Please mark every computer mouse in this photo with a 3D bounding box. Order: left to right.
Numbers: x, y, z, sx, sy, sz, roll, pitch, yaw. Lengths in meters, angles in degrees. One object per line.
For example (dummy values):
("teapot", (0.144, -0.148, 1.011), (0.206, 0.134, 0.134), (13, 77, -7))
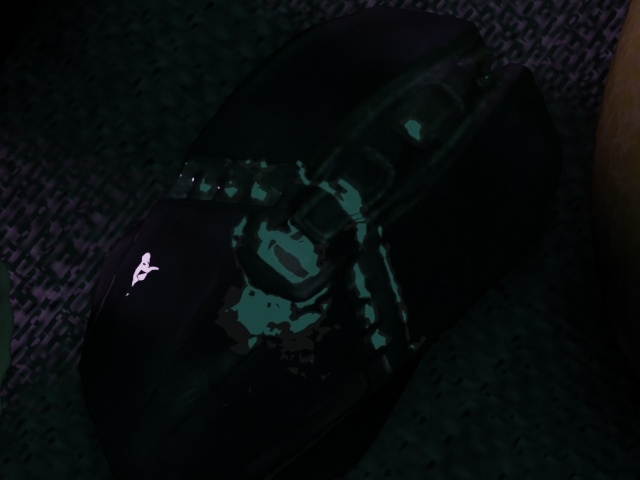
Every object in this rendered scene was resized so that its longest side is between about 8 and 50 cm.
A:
("computer mouse", (0.000, 0.000, 0.549), (0.106, 0.062, 0.192), (40, 73, 8))

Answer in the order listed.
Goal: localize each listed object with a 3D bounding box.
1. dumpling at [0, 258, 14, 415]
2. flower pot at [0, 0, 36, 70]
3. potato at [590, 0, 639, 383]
("dumpling", (-0.171, 0.034, 0.458), (0.124, 0.229, 0.151), (23, 82, 40))
("flower pot", (-0.158, -0.090, 0.488), (0.179, 0.251, 0.084), (17, 94, 1))
("potato", (0.170, -0.040, 0.533), (0.174, 0.159, 0.251), (15, 59, -26))
